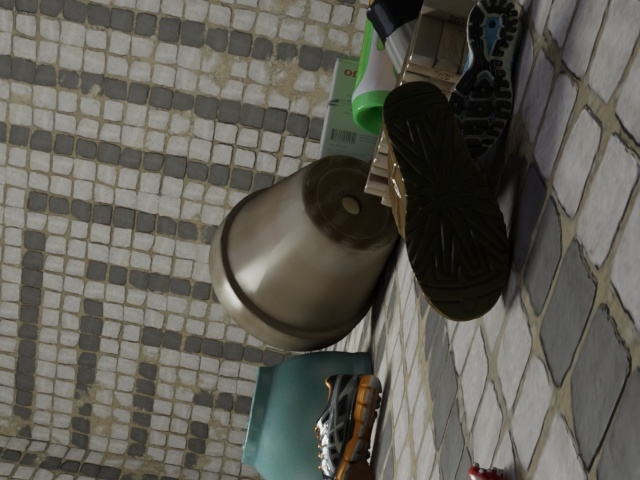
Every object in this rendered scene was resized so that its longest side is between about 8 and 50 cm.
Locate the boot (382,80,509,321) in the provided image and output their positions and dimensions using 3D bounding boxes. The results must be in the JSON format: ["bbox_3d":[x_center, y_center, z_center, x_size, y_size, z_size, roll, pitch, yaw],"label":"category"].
[{"bbox_3d":[0.122,-0.016,0.932,0.269,0.089,0.236,70,-170,-75],"label":"boot"}]

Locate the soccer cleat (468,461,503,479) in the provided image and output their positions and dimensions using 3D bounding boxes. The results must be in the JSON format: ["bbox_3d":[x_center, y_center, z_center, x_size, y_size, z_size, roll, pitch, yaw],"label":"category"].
[{"bbox_3d":[0.125,0.188,0.671,0.083,0.029,0.035,-156,82,-83],"label":"soccer cleat"}]

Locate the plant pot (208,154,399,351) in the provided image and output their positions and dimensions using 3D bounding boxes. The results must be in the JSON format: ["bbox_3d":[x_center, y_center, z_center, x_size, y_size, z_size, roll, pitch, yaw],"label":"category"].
[{"bbox_3d":[0.000,0.000,1.615,0.280,0.323,0.323,-46,28,51],"label":"plant pot"}]

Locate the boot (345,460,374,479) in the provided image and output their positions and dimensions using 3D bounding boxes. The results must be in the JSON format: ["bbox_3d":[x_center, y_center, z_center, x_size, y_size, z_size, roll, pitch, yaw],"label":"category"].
[{"bbox_3d":[0.051,0.388,1.309,0.118,0.042,0.087,-70,-14,-58],"label":"boot"}]

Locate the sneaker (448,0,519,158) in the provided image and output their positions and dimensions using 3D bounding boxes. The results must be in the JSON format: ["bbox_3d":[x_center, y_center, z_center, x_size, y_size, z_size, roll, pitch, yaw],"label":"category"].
[{"bbox_3d":[0.173,-0.161,0.935,0.073,0.063,0.162,15,-91,-74],"label":"sneaker"}]

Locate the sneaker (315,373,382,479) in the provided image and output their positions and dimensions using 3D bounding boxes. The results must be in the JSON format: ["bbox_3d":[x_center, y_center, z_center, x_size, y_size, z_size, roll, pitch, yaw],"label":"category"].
[{"bbox_3d":[0.030,0.302,1.377,0.084,0.083,0.215,37,-114,-63],"label":"sneaker"}]

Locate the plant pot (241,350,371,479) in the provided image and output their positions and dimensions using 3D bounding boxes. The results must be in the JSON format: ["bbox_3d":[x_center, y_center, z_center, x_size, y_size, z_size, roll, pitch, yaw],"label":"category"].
[{"bbox_3d":[-0.034,0.328,1.637,0.293,0.196,0.293,-169,90,-88],"label":"plant pot"}]

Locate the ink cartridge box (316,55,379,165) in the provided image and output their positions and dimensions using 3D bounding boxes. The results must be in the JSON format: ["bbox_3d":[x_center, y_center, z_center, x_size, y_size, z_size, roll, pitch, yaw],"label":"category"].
[{"bbox_3d":[0.086,-0.217,1.702,0.092,0.158,0.218,111,170,-78],"label":"ink cartridge box"}]

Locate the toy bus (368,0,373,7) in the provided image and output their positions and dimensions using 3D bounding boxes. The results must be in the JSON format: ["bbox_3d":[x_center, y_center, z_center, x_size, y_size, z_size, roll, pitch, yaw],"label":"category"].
[{"bbox_3d":[0.156,-0.431,1.396,0.108,0.130,0.332,-83,5,-55],"label":"toy bus"}]

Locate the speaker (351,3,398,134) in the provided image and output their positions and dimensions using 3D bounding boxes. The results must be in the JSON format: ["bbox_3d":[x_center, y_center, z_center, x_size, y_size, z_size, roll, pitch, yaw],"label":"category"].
[{"bbox_3d":[0.132,-0.337,1.604,0.131,0.131,0.296,108,173,-68],"label":"speaker"}]

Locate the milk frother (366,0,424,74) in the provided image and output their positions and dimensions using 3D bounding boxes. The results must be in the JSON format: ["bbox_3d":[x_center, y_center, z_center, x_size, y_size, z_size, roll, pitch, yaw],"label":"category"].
[{"bbox_3d":[0.160,-0.290,1.245,0.143,0.129,0.135,-38,70,41],"label":"milk frother"}]

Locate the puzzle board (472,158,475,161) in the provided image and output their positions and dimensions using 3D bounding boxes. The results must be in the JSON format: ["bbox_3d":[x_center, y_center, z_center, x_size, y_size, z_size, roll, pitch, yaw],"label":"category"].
[{"bbox_3d":[0.162,-0.071,1.099,0.096,0.011,0.128,-83,4,-59],"label":"puzzle board"}]

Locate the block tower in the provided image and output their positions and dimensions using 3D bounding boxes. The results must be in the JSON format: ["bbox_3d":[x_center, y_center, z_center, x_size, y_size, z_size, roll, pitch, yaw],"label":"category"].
[{"bbox_3d":[0.133,-0.164,1.180,0.335,0.091,0.097,105,180,-58],"label":"block tower"}]
